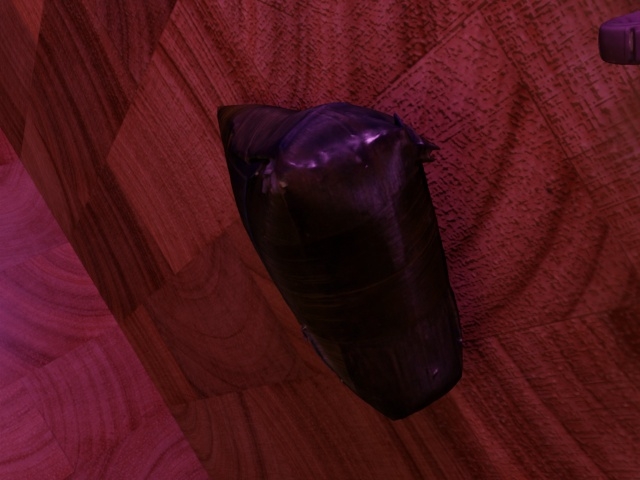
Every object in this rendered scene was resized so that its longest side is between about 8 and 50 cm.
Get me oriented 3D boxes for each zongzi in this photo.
[{"bbox_3d":[0.000,0.000,0.733,0.432,0.207,0.404,32,149,57],"label":"zongzi"}]

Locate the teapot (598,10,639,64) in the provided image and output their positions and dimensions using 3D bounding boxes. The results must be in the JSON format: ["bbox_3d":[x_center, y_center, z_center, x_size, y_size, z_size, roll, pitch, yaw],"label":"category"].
[{"bbox_3d":[0.263,-0.147,0.331,0.148,0.146,0.116,36,138,27],"label":"teapot"}]
